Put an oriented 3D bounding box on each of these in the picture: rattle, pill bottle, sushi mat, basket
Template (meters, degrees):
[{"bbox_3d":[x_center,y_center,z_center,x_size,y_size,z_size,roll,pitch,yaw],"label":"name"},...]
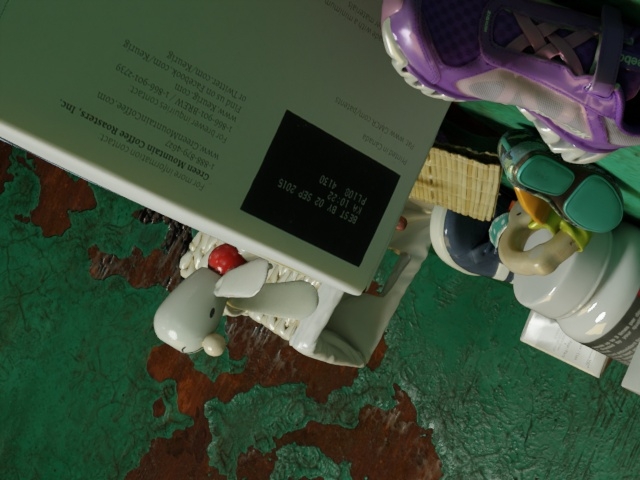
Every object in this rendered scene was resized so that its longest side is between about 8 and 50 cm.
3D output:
[{"bbox_3d":[0.223,-0.044,1.466,0.143,0.130,0.199,28,-169,-22],"label":"rattle"},{"bbox_3d":[0.392,0.073,1.538,0.283,0.161,0.161,25,178,-17],"label":"pill bottle"},{"bbox_3d":[0.131,-0.075,1.427,0.151,0.019,0.316,19,173,9],"label":"sushi mat"},{"bbox_3d":[0.000,0.000,2.016,0.266,0.328,0.331,28,180,21],"label":"basket"}]

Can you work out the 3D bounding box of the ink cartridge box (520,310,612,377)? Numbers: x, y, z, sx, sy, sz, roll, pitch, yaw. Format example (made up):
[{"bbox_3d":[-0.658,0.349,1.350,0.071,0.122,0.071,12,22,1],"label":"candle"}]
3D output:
[{"bbox_3d":[0.490,0.148,2.023,0.261,0.066,0.296,25,-157,19],"label":"ink cartridge box"}]

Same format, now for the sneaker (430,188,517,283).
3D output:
[{"bbox_3d":[0.300,0.010,1.720,0.350,0.131,0.148,19,175,-43],"label":"sneaker"}]

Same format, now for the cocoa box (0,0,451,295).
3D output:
[{"bbox_3d":[-0.105,-0.143,0.847,0.347,0.231,0.228,27,177,-43],"label":"cocoa box"}]

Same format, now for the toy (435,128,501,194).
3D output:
[{"bbox_3d":[0.096,-0.120,1.502,0.237,0.056,0.137,14,172,42],"label":"toy"}]

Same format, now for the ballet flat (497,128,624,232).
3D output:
[{"bbox_3d":[0.246,-0.066,1.287,0.070,0.070,0.188,22,175,46],"label":"ballet flat"}]

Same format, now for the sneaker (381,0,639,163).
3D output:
[{"bbox_3d":[0.145,-0.117,0.782,0.236,0.095,0.104,20,174,-34],"label":"sneaker"}]

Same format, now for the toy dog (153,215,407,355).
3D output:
[{"bbox_3d":[-0.029,0.016,1.454,0.161,0.333,0.220,41,-161,21],"label":"toy dog"}]

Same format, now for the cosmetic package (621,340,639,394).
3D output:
[{"bbox_3d":[0.546,0.155,1.407,0.366,0.197,0.155,24,177,-23],"label":"cosmetic package"}]
